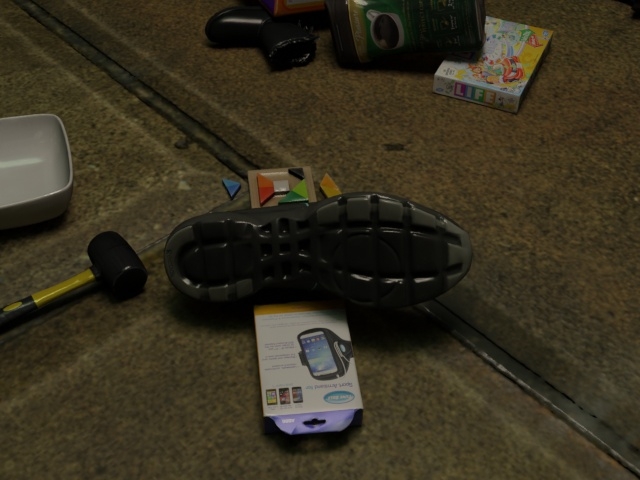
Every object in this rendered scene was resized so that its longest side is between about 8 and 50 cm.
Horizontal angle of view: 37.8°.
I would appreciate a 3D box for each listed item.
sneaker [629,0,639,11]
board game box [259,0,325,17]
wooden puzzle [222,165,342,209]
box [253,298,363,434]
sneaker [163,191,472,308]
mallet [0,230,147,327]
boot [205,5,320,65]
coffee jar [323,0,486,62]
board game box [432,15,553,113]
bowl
[{"bbox_3d":[0.390,-0.405,1.278,0.130,0.109,0.286,-27,48,-18],"label":"sneaker"},{"bbox_3d":[0.039,-0.549,1.211,0.356,0.356,0.356,-14,44,-24],"label":"board game box"},{"bbox_3d":[-0.038,-0.054,0.962,0.116,0.014,0.078,-10,44,-11],"label":"wooden puzzle"},{"bbox_3d":[-0.012,0.109,0.783,0.081,0.028,0.136,-3,46,-5],"label":"box"},{"bbox_3d":[0.000,0.000,0.827,0.267,0.101,0.106,1,12,11],"label":"sneaker"},{"bbox_3d":[-0.254,0.046,0.842,0.190,0.039,0.062,-21,47,-16],"label":"mallet"},{"bbox_3d":[-0.070,-0.248,1.144,0.121,0.045,0.099,-14,45,-21],"label":"boot"},{"bbox_3d":[0.099,-0.265,1.107,0.184,0.096,0.079,-3,37,16],"label":"coffee jar"},{"bbox_3d":[0.210,-0.216,1.127,0.103,0.026,0.154,17,46,17],"label":"board game box"},{"bbox_3d":[-0.319,-0.061,0.937,0.142,0.053,0.142,-11,45,-13],"label":"bowl"}]
